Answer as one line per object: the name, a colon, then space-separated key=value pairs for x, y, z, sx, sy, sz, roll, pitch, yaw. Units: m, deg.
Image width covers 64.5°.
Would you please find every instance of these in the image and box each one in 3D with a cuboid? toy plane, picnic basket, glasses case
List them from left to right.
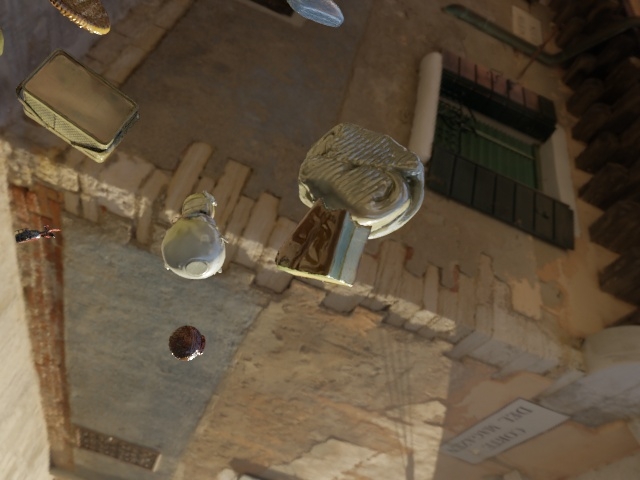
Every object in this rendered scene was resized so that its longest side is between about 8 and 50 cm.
toy plane: x=-0.841 y=-0.017 z=1.494 sx=0.060 sy=0.145 sz=0.037 roll=43 pitch=34 yaw=-82
picnic basket: x=-0.634 y=-0.350 z=1.339 sx=0.139 sy=0.266 sz=0.165 roll=-22 pitch=-143 yaw=60
glasses case: x=-0.011 y=-0.546 z=1.183 sx=0.178 sy=0.067 sz=0.045 roll=-8 pitch=158 yaw=-48

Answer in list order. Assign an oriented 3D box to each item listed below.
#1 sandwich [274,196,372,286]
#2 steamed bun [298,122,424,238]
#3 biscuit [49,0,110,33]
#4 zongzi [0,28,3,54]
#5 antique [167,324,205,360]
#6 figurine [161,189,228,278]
sandwich: x=0.000 y=0.000 z=1.197 sx=0.220 sy=0.108 sz=0.186 roll=5 pitch=-106 yaw=49
steamed bun: x=0.109 y=-0.153 z=1.500 sx=0.342 sy=0.367 sz=0.255 roll=-38 pitch=151 yaw=-28
biscuit: x=-0.699 y=-0.689 z=1.375 sx=0.038 sy=0.305 sz=0.305 roll=-33 pitch=-163 yaw=14
zongzi: x=-0.907 y=-0.548 z=1.357 sx=0.447 sy=0.417 sz=0.182 roll=-64 pitch=150 yaw=-51
antique: x=-0.383 y=0.290 z=1.438 sx=0.104 sy=0.104 sz=0.104 roll=-158 pitch=-90 yaw=-83
figurine: x=-0.413 y=-0.020 z=1.744 sx=0.394 sy=0.226 sz=0.275 roll=-105 pitch=174 yaw=-48
